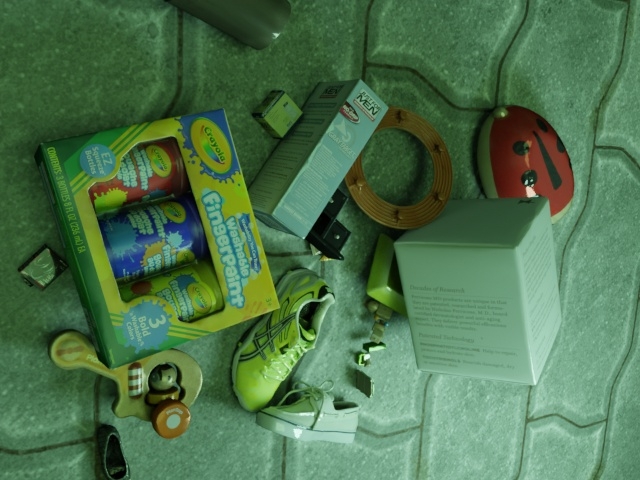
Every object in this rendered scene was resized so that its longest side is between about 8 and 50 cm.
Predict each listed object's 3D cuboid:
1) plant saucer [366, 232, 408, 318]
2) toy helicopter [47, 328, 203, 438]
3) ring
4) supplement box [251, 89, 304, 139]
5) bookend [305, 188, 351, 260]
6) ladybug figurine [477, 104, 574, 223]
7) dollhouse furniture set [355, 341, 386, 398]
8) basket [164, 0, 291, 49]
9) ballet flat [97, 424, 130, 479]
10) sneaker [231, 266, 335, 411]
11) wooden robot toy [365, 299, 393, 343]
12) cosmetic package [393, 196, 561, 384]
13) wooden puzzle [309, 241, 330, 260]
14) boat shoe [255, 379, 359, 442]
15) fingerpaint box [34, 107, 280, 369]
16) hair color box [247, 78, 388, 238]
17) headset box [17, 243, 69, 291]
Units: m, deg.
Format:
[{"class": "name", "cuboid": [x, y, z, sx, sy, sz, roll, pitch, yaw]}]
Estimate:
[{"class": "plant saucer", "cuboid": [0.223, 0.096, 1.741, 0.188, 0.045, 0.188, 32, 61, -32]}, {"class": "toy helicopter", "cuboid": [-0.413, 0.268, 1.374, 0.355, 0.140, 0.235, 30, 80, -32]}, {"class": "ring", "cuboid": [0.210, -0.196, 1.645, 0.336, 0.032, 0.337, 5, 77, -21]}, {"class": "supplement box", "cuboid": [-0.101, -0.299, 1.490, 0.083, 0.056, 0.083, 45, 76, -30]}, {"class": "bookend", "cuboid": [0.027, -0.057, 1.601, 0.157, 0.072, 0.156, 42, 71, -30]}, {"class": "ladybug figurine", "cuboid": [0.637, -0.214, 1.901, 0.305, 0.162, 0.449, -47, 120, -14]}, {"class": "dollhouse furniture set", "cuboid": [0.145, 0.362, 1.772, 0.058, 0.076, 0.152, -4, 101, -30]}, {"class": "basket", "cuboid": [-0.187, -0.525, 1.339, 0.227, 0.154, 0.204, 32, 84, -36]}, {"class": "ballet flat", "cuboid": [-0.474, 0.503, 1.435, 0.057, 0.049, 0.173, -19, 110, -26]}, {"class": "sneaker", "cuboid": [-0.097, 0.253, 1.557, 0.145, 0.147, 0.385, 25, 89, -35]}, {"class": "wooden robot toy", "cuboid": [0.159, 0.204, 1.762, 0.079, 0.076, 0.173, 24, 59, 4]}, {"class": "cosmetic package", "cuboid": [0.438, 0.121, 1.695, 0.329, 0.327, 0.394, -38, 121, -50]}, {"class": "wooden puzzle", "cuboid": [0.000, 0.000, 1.641, 0.078, 0.014, 0.116, -13, 102, -33]}, {"class": "boat shoe", "cuboid": [-0.013, 0.437, 1.644, 0.367, 0.136, 0.156, 24, 80, -44]}, {"class": "fingerpaint box", "cuboid": [-0.328, -0.013, 1.295, 0.371, 0.163, 0.445, -17, 96, -28]}, {"class": "hair color box", "cuboid": [-0.019, -0.199, 1.485, 0.113, 0.185, 0.374, 37, 80, -31]}, {"class": "headset box", "cuboid": [-0.573, 0.059, 1.290, 0.083, 0.032, 0.062, -47, 120, -17]}]
